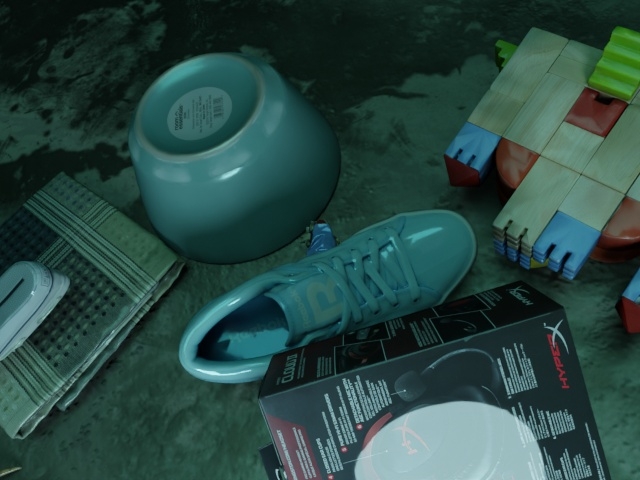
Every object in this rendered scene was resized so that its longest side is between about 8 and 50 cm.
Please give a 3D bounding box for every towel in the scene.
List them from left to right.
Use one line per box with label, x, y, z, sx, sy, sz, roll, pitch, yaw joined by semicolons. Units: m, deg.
towel;-0.393;0.075;0.777;0.324;0.056;0.312;32;71;28

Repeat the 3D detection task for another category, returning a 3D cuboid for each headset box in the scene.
headset box;0.089;0.188;0.498;0.293;0.110;0.218;-18;97;4

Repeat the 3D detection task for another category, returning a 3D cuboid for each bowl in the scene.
bowl;-0.138;-0.141;0.756;0.311;0.163;0.311;-6;61;10

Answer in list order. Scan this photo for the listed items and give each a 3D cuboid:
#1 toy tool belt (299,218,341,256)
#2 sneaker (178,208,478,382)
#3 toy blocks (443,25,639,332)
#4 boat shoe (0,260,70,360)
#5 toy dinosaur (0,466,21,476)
toy tool belt;0.000;0.000;0.710;0.052;0.051;0.083;-7;61;10
sneaker;0.013;0.072;0.595;0.366;0.150;0.135;-28;87;4
toy blocks;0.302;-0.068;0.619;0.381;0.191;0.261;34;86;26
boat shoe;-0.408;0.120;0.679;0.226;0.076;0.083;-40;70;5
toy dinosaur;-0.500;0.295;0.672;0.211;0.064;0.112;15;66;20
